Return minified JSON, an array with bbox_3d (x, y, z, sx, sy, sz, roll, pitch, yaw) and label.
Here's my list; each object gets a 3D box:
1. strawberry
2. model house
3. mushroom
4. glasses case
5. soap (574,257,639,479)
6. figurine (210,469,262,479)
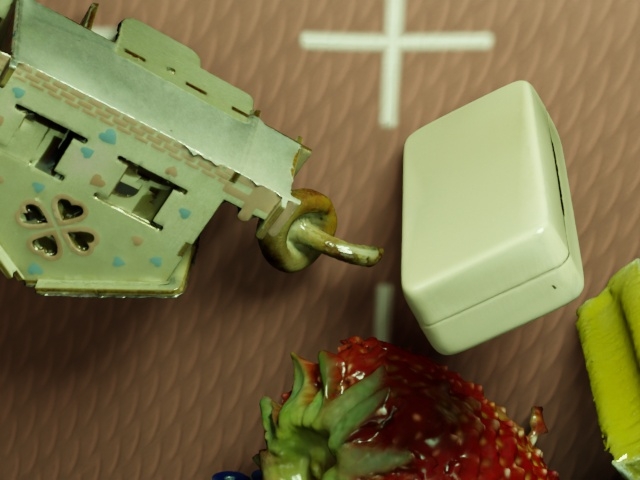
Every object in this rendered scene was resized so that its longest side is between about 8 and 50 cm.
[{"bbox_3d":[0.109,0.238,1.830,0.343,0.292,0.292,6,122,-37],"label":"strawberry"},{"bbox_3d":[-0.206,-0.065,1.739,0.326,0.169,0.244,27,123,-15],"label":"model house"},{"bbox_3d":[-0.003,-0.003,1.797,0.129,0.073,0.088,19,99,-14],"label":"mushroom"},{"bbox_3d":[0.148,-0.028,1.628,0.144,0.336,0.076,-26,112,16],"label":"glasses case"},{"bbox_3d":[0.350,0.157,1.722,0.199,0.315,0.091,38,111,-14],"label":"soap"},{"bbox_3d":[-0.089,0.380,1.969,0.194,0.133,0.274,-24,109,-11],"label":"figurine"}]
